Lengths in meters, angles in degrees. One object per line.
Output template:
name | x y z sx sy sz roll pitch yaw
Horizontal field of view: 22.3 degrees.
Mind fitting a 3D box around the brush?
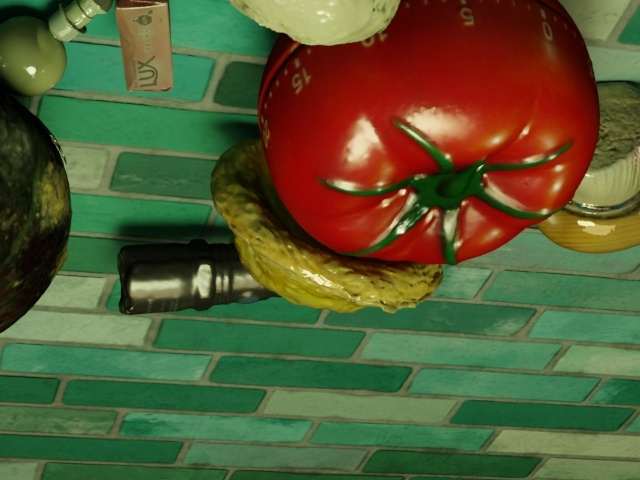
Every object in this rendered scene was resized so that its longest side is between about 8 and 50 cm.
brush | 0.390 -0.101 2.047 0.267 0.174 0.166 -10 138 -10

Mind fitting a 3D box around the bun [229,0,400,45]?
bun | -0.026 -0.343 1.442 0.211 0.359 0.359 1 148 5

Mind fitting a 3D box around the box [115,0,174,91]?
box | -0.192 -0.247 1.758 0.060 0.111 0.156 -5 149 -3

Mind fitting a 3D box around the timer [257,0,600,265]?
timer | 0.119 -0.145 1.809 0.378 0.279 0.378 -8 145 -5

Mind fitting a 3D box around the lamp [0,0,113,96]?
lamp | -0.296 -0.229 1.802 0.163 0.091 0.091 -35 139 16

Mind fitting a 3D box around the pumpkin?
pumpkin | -0.494 -0.050 1.788 0.455 0.344 0.454 20 161 7

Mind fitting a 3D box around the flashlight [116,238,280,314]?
flashlight | -0.061 0.044 2.184 0.424 0.103 0.103 -3 147 -11

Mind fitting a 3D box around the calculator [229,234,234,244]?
calculator | -0.005 -0.036 2.190 0.237 0.033 0.157 -2 146 -11

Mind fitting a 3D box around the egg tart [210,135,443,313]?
egg tart | 0.000 0.000 1.992 0.319 0.319 0.128 11 124 -25
